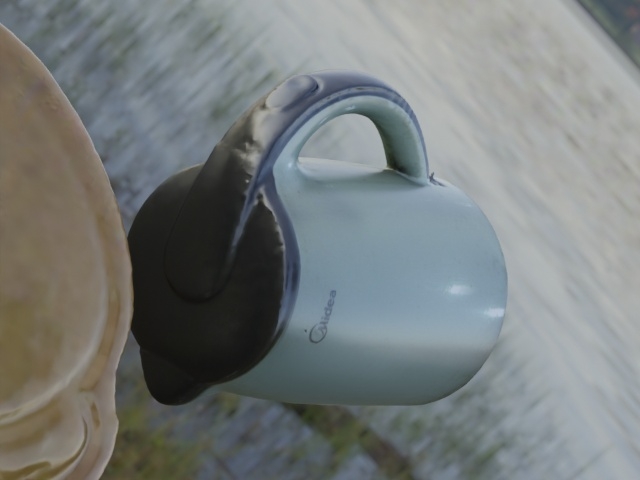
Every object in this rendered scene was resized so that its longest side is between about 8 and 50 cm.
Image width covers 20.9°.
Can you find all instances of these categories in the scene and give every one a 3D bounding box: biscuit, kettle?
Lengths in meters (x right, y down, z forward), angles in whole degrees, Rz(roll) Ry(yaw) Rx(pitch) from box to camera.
[{"bbox_3d":[-0.237,0.042,0.838,0.312,0.351,0.057,52,-30,-20],"label":"biscuit"},{"bbox_3d":[0.000,0.000,1.100,0.161,0.221,0.236,29,14,36],"label":"kettle"}]
